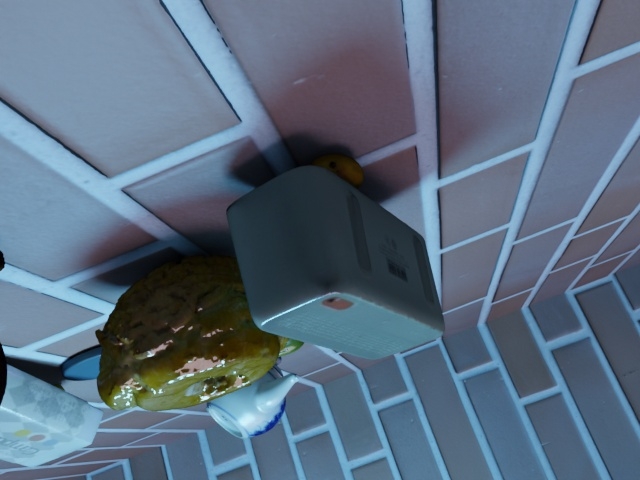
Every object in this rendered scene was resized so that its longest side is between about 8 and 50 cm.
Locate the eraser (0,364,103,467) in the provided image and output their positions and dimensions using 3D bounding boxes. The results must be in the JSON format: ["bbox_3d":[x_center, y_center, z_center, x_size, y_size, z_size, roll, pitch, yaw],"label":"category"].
[{"bbox_3d":[-0.673,0.384,1.293,0.213,0.082,0.397,-23,144,5],"label":"eraser"}]

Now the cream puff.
[{"bbox_3d":[-0.226,0.154,1.050,0.342,0.231,0.327,-21,161,1],"label":"cream puff"}]

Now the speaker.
[{"bbox_3d":[0.044,0.057,0.928,0.183,0.184,0.406,-25,152,24],"label":"speaker"}]

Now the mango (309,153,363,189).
[{"bbox_3d":[0.025,-0.094,0.903,0.080,0.060,0.114,-27,160,16],"label":"mango"}]

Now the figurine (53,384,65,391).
[{"bbox_3d":[-0.739,0.458,1.504,0.246,0.131,0.156,-23,125,12],"label":"figurine"}]

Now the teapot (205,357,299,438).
[{"bbox_3d":[-0.213,0.464,1.878,0.424,0.252,0.280,-16,-152,53],"label":"teapot"}]

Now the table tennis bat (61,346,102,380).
[{"bbox_3d":[-0.447,0.277,1.433,0.329,0.044,0.215,-13,157,-13],"label":"table tennis bat"}]

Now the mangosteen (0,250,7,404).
[{"bbox_3d":[-0.537,0.147,0.723,0.297,0.293,0.297,7,-170,-1],"label":"mangosteen"}]

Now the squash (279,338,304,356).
[{"bbox_3d":[-0.205,0.313,1.669,0.340,0.095,0.094,-22,160,-6],"label":"squash"}]
